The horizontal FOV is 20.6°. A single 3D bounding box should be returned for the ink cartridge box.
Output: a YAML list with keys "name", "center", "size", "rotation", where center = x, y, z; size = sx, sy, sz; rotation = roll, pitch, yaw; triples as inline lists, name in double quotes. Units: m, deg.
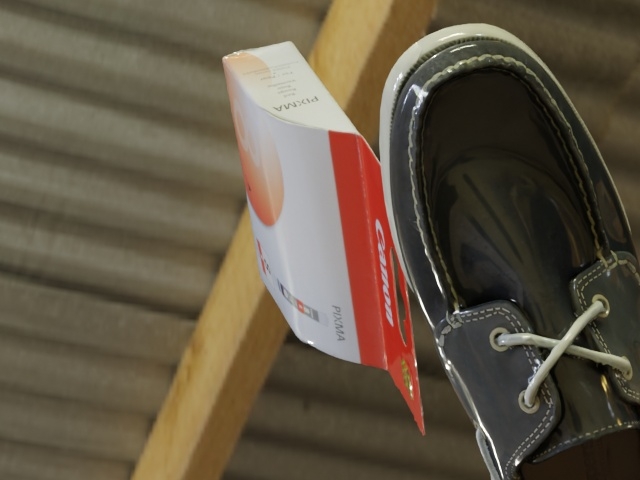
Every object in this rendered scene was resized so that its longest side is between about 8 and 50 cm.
- name: "ink cartridge box"
  center: [0.000, 0.000, 0.893]
  size: [0.045, 0.179, 0.145]
  rotation: [-14, -58, -9]

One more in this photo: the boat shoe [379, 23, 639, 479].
- name: "boat shoe"
  center: [0.084, 0.038, 0.600]
  size: [0.084, 0.079, 0.233]
  rotation: [-21, -71, -6]
